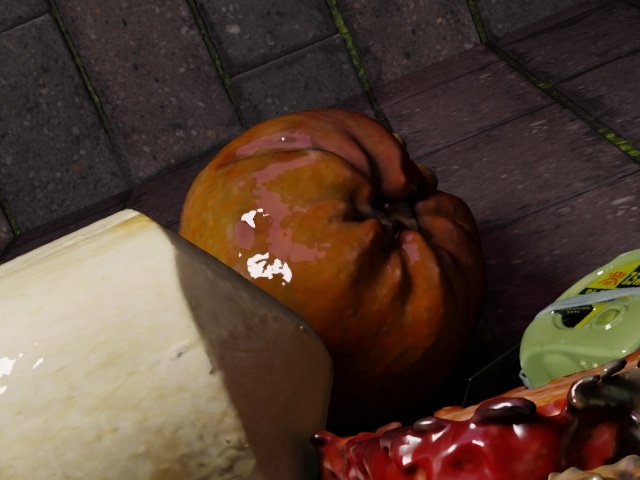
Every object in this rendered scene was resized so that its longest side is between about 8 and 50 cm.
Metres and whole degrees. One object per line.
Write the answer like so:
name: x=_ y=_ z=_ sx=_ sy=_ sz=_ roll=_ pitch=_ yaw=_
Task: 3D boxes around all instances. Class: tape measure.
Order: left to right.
tape measure: x=0.231 y=0.071 z=1.101 sx=0.154 sy=0.087 sz=0.177 roll=-42 pitch=17 yaw=-23

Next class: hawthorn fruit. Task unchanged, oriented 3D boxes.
hawthorn fruit: x=-0.014 y=0.048 z=1.261 sx=0.277 sy=0.277 sz=0.298 roll=-38 pitch=-7 yaw=-47

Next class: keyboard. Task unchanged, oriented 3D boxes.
keyboard: x=0.185 y=0.086 z=1.200 sx=0.198 sy=0.063 sz=0.010 roll=-31 pitch=58 yaw=-31

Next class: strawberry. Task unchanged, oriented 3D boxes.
strawberry: x=0.118 y=0.156 z=0.865 sx=0.280 sy=0.150 sz=0.253 roll=-20 pitch=-6 yaw=21

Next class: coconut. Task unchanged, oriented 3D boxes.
coconut: x=-0.138 y=0.130 z=1.028 sx=0.323 sy=0.323 sz=0.323 roll=-22 pitch=14 yaw=6

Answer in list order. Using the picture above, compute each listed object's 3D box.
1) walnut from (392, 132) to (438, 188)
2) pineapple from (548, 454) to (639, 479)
walnut: x=0.000 y=0.000 z=1.468 sx=0.269 sy=0.221 sz=0.244 roll=-36 pitch=-19 yaw=12
pineapple: x=0.166 y=0.189 z=0.650 sx=0.166 sy=0.166 sz=0.193 roll=-29 pitch=35 yaw=-23
